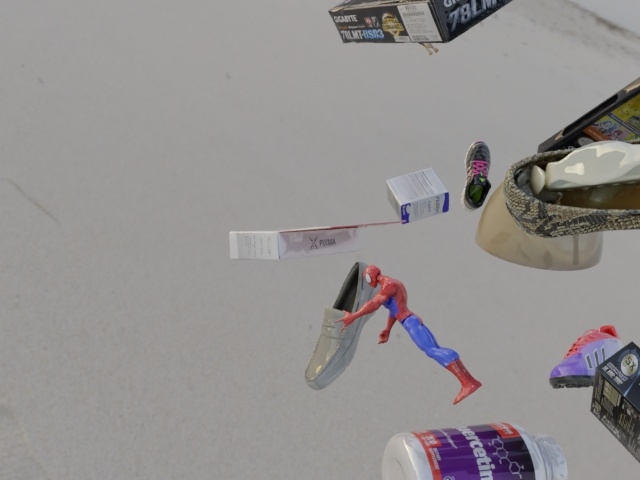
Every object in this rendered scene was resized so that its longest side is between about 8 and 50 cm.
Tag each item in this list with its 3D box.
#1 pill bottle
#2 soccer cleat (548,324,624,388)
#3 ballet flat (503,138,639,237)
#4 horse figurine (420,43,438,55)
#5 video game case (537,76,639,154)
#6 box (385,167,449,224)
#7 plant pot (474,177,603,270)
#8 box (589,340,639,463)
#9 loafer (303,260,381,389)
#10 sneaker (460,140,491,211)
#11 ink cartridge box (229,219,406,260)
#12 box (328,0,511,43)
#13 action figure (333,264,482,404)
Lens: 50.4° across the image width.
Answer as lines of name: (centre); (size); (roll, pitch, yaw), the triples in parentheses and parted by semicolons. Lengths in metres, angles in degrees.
pill bottle: (0.290, 0.440, 1.279); (0.323, 0.181, 0.181); (-1, 29, -17)
soccer cleat: (0.566, 0.247, 1.444); (0.108, 0.116, 0.318); (-13, -10, 41)
ballet flat: (0.504, -0.094, 0.982); (0.482, 0.164, 0.182); (-6, -22, 26)
horse figurine: (0.256, -0.600, 1.914); (0.174, 0.066, 0.263); (43, 9, 6)
video game case: (0.567, -0.149, 1.178); (0.275, 0.248, 0.035); (27, 59, -16)
box: (0.261, -0.121, 1.836); (0.137, 0.072, 0.126); (-16, 41, -5)
plant pot: (0.506, -0.074, 1.538); (0.284, 0.191, 0.284); (4, 21, -2)
box: (0.510, 0.269, 1.073); (0.077, 0.180, 0.147); (-33, 51, -7)
loafer: (0.044, 0.195, 1.589); (0.111, 0.319, 0.112); (41, -24, -28)
sneaker: (0.374, -0.150, 1.608); (0.063, 0.170, 0.075); (8, 6, -7)
ink cartridge box: (0.000, 0.000, 1.442); (0.261, 0.066, 0.296); (-2, 2, 37)
box: (0.202, -0.402, 1.047); (0.295, 0.073, 0.293); (-35, 29, -14)
action figure: (0.139, 0.175, 1.188); (0.280, 0.139, 0.091); (56, 13, 17)
